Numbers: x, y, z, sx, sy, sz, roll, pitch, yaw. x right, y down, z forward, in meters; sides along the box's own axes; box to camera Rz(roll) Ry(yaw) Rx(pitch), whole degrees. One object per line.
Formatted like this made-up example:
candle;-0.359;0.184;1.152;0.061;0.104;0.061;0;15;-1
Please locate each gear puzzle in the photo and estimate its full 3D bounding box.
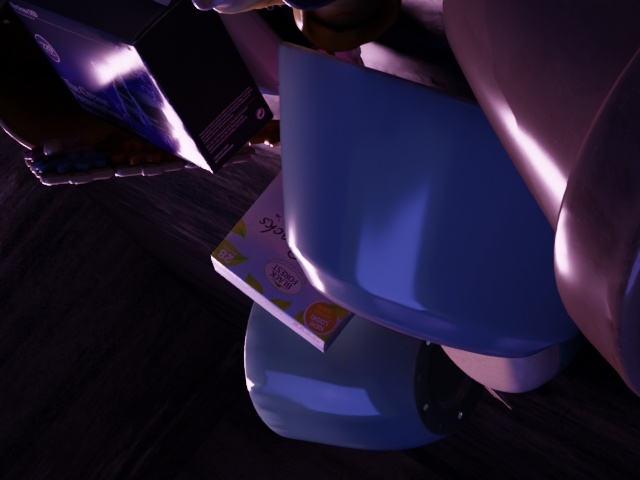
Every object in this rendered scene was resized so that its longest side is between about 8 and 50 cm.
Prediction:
gear puzzle;-0.170;-0.117;1.330;0.175;0.338;0.044;-149;54;-65

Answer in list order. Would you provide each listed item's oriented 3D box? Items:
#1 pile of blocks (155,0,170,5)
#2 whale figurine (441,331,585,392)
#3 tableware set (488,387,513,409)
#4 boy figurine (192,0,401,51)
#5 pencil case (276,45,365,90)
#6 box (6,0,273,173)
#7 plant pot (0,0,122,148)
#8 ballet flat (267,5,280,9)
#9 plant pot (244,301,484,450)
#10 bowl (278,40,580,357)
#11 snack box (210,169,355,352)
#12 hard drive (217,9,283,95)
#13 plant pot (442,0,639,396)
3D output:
pile of blocks;-0.094;-0.267;0.937;0.112;0.149;0.362;19;-175;-27
whale figurine;0.180;0.020;1.176;0.272;0.141;0.216;64;158;-5
tableware set;0.224;0.168;1.710;0.194;0.039;0.128;45;179;-2
boy figurine;0.005;-0.173;0.706;0.285;0.177;0.092;-118;12;-87
pencil case;0.047;-0.093;1.076;0.209;0.098;0.095;56;-154;-4
box;-0.197;-0.200;1.212;0.261;0.103;0.184;26;153;42
plant pot;-0.339;-0.258;1.447;0.237;0.237;0.254;48;177;-36
ballet flat;-0.010;-0.233;0.916;0.084;0.058;0.250;42;167;-16
plant pot;0.082;0.149;1.515;0.235;0.293;0.293;9;151;40
bowl;0.097;-0.023;0.820;0.311;0.163;0.311;17;-170;-3
snack box;0.000;0.000;1.362;0.174;0.207;0.070;36;167;10
hard drive;-0.187;-0.298;1.214;0.353;0.047;0.233;47;164;-31
plant pot;0.178;-0.085;0.553;0.229;0.263;0.263;50;177;39
